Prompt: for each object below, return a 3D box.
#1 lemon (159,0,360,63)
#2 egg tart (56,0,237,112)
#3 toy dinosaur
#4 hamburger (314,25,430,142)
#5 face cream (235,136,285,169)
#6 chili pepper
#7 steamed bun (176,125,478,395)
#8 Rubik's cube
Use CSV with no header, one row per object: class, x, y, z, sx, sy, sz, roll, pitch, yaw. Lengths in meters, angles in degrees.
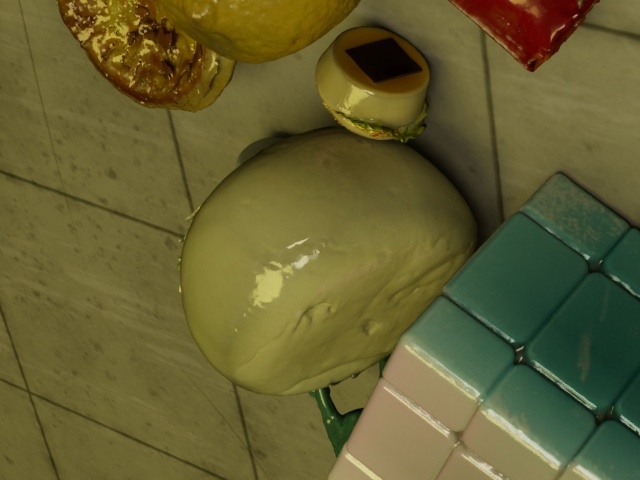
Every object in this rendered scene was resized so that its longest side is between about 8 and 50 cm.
lemon,-0.062,-0.297,1.784,0.228,0.253,0.228,39,156,21
egg tart,-0.188,-0.287,2.039,0.290,0.115,0.290,26,137,26
toy dinosaur,0.072,0.302,2.140,0.383,0.129,0.331,63,-168,-65
hamburger,0.059,-0.163,1.900,0.141,0.126,0.081,38,135,14
face cream,-0.055,-0.069,2.138,0.091,0.091,0.095,16,142,35
chili pepper,0.122,-0.317,1.683,0.338,0.131,0.134,40,169,2
steamed bun,0.000,0.000,1.986,0.233,0.334,0.312,55,134,26
Rubik's cube,0.247,0.185,1.889,0.316,0.322,0.319,38,143,13
